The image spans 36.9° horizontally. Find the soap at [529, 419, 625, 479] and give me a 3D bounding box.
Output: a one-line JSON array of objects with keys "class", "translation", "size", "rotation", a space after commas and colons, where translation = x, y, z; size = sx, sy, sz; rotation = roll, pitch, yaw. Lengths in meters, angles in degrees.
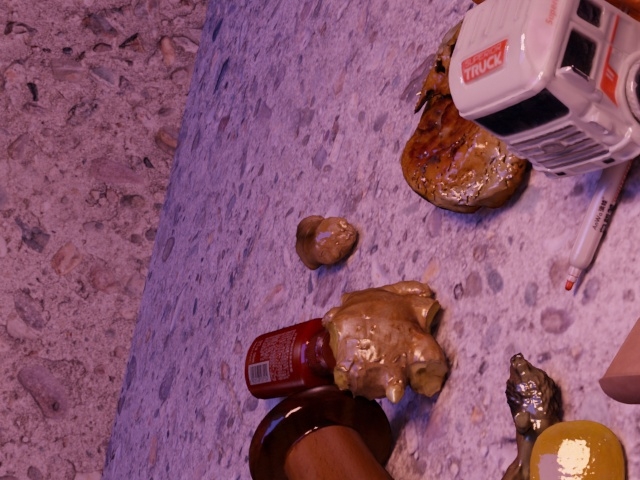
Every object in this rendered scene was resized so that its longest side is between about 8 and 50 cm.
[{"class": "soap", "translation": [0.235, 0.248, 0.872], "size": [0.089, 0.033, 0.168], "rotation": [-13, 63, 32]}]

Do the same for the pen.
[{"class": "pen", "translation": [0.295, -0.049, 0.987], "size": [0.218, 0.026, 0.026], "rotation": [-70, 21, 8]}]

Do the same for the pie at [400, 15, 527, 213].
[{"class": "pie", "translation": [0.195, -0.178, 1.249], "size": [0.308, 0.085, 0.308], "rotation": [-51, 29, 43]}]

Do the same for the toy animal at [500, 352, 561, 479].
[{"class": "toy animal", "translation": [0.209, 0.218, 0.949], "size": [0.086, 0.069, 0.219], "rotation": [110, 174, -68]}]

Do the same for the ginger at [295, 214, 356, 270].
[{"class": "ginger", "translation": [0.002, -0.001, 1.616], "size": [0.095, 0.069, 0.190], "rotation": [-55, 17, -14]}]

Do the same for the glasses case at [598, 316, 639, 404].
[{"class": "glasses case", "translation": [0.326, 0.092, 0.770], "size": [0.102, 0.070, 0.193], "rotation": [-51, 11, -23]}]

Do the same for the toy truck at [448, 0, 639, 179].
[{"class": "toy truck", "translation": [0.258, -0.271, 0.956], "size": [0.173, 0.207, 0.387], "rotation": [-17, 52, 63]}]

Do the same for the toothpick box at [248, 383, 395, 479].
[{"class": "toothpick box", "translation": [0.026, 0.307, 1.168], "size": [0.192, 0.192, 0.294], "rotation": [-66, 27, 18]}]

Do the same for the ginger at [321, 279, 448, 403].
[{"class": "ginger", "translation": [0.082, 0.132, 1.221], "size": [0.216, 0.157, 0.102], "rotation": [-95, 5, -52]}]

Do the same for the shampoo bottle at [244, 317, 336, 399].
[{"class": "shampoo bottle", "translation": [-0.034, 0.191, 1.546], "size": [0.314, 0.076, 0.118], "rotation": [-26, 50, 62]}]
